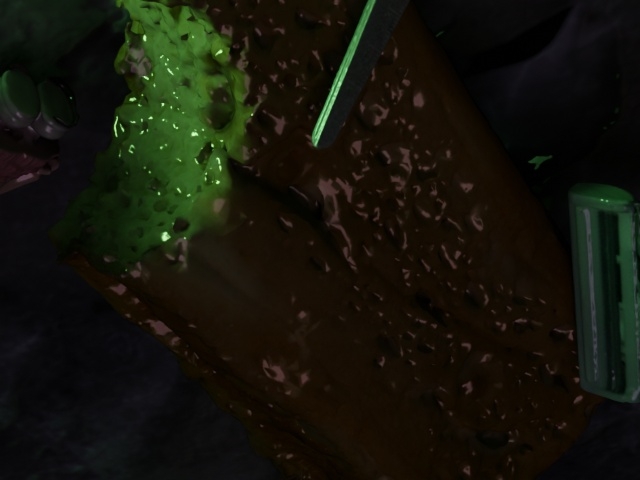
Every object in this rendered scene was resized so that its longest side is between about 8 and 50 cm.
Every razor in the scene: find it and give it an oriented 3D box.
[{"bbox_3d":[0.244,-0.016,0.795,0.277,0.056,0.111,-17,122,-14],"label":"razor"}]

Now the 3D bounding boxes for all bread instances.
[{"bbox_3d":[0.000,0.000,0.733,0.185,0.109,0.380,-46,133,-8],"label":"bread"}]

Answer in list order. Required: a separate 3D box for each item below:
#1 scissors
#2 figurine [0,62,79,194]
[{"bbox_3d":[0.040,-0.120,0.628,0.100,0.015,0.189,25,92,-34],"label":"scissors"},{"bbox_3d":[-0.158,-0.028,0.763,0.072,0.054,0.129,15,129,-44],"label":"figurine"}]
